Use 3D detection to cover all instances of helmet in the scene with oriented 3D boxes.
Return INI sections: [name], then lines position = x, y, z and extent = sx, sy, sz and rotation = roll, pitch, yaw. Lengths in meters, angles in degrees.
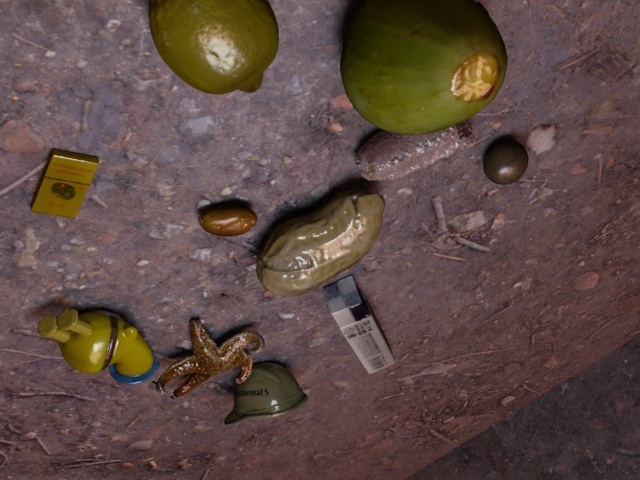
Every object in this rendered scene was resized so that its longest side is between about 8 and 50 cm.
[helmet]
position = -0.175, 0.427, 2.084
extent = 0.258, 0.137, 0.204
rotation = -15, -175, 19

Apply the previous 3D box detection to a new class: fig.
[fig]
position = 0.183, -0.296, 1.200
extent = 0.258, 0.326, 0.258
rotation = -9, 111, -24

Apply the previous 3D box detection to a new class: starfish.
[starfish]
position = -0.301, 0.324, 1.911
extent = 0.303, 0.113, 0.312
rotation = -15, 143, -18

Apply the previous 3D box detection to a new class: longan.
[longan]
position = 0.423, -0.179, 1.645
extent = 0.106, 0.106, 0.119
rotation = -33, -179, 16

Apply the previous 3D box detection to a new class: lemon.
[lemon]
position = -0.167, -0.330, 1.103
extent = 0.184, 0.184, 0.248
rotation = -31, 131, 14

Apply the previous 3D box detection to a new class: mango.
[mango]
position = -0.199, -0.045, 1.538
extent = 0.127, 0.063, 0.077
rotation = -3, 145, -15

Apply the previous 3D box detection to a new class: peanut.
[peanut]
position = 0.002, 0.004, 1.625
extent = 0.340, 0.158, 0.174
rotation = -29, 113, 3

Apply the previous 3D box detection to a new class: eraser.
[eraser]
position = 0.113, 0.246, 2.023
extent = 0.098, 0.096, 0.404
rotation = -23, 143, 5

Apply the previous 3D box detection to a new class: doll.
[doll]
position = -0.496, 0.255, 1.709
extent = 0.199, 0.145, 0.363
rotation = -17, 149, 19

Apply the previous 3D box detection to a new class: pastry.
[pastry]
position = 0.201, -0.205, 1.492
extent = 0.265, 0.103, 0.112
rotation = -22, 161, -8

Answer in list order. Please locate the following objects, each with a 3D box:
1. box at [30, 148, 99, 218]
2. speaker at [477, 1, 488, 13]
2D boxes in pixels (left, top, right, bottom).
[box]
position = -0.484, -0.104, 1.362
extent = 0.087, 0.023, 0.155
rotation = 7, 135, -36
[speaker]
position = 0.304, -0.366, 1.392
extent = 0.046, 0.040, 0.191
rotation = -24, 143, 0
